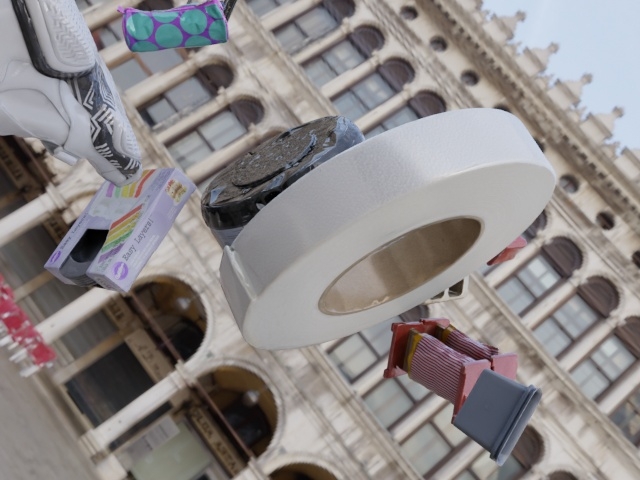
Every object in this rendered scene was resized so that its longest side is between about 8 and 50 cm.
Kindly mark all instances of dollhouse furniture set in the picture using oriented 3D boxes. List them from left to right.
[{"bbox_3d":[0.256,0.114,1.349,0.201,0.152,0.374,24,-68,51],"label":"dollhouse furniture set"}]

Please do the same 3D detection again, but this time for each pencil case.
[{"bbox_3d":[-0.211,-0.314,1.061,0.065,0.151,0.070,-104,-174,-48],"label":"pencil case"}]

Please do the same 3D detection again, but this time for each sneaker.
[{"bbox_3d":[-0.359,-0.166,0.893,0.366,0.210,0.137,82,-15,-62],"label":"sneaker"}]

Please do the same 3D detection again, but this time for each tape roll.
[{"bbox_3d":[0.076,0.003,0.825,0.392,0.391,0.072,99,-34,-65],"label":"tape roll"}]

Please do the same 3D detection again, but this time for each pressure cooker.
[{"bbox_3d":[-0.004,0.004,1.506,0.421,0.375,0.370,60,1,-21],"label":"pressure cooker"}]

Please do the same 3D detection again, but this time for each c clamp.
[{"bbox_3d":[-0.236,-0.493,1.469,0.161,0.137,0.022,-68,-156,16],"label":"c clamp"}]

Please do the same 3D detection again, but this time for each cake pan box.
[{"bbox_3d":[-0.397,-0.021,1.429,0.245,0.267,0.070,3,-34,47],"label":"cake pan box"}]

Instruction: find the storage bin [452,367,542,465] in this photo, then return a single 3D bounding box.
[{"bbox_3d":[0.280,0.274,1.165,0.091,0.135,0.098,29,-7,29],"label":"storage bin"}]
